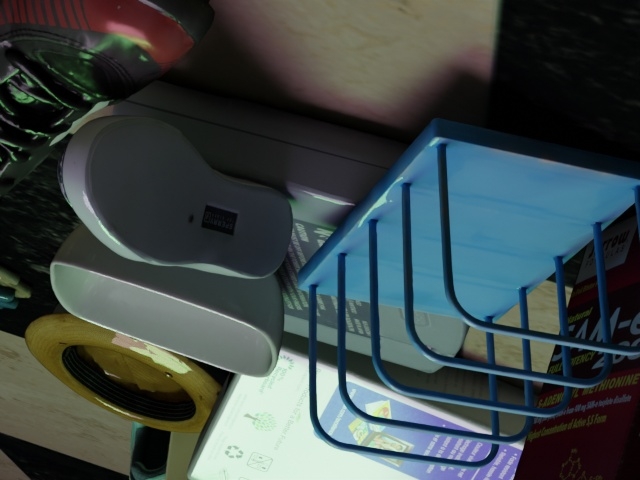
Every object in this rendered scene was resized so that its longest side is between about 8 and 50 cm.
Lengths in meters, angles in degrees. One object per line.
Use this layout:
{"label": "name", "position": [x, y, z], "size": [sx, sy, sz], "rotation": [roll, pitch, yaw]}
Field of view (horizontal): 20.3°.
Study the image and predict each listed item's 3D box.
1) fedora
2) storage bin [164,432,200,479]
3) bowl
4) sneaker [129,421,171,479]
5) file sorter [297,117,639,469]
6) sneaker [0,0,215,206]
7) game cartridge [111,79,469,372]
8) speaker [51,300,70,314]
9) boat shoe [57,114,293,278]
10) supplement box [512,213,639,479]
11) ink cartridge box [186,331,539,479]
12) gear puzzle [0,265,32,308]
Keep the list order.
{"label": "fedora", "position": [-0.141, 0.085, 1.432], "size": [0.194, 0.079, 0.194], "rotation": [18, 155, 9]}
{"label": "storage bin", "position": [0.024, 0.242, 1.577], "size": [0.260, 0.123, 0.262], "rotation": [-1, 157, 22]}
{"label": "bowl", "position": [-0.085, 0.028, 1.069], "size": [0.142, 0.053, 0.142], "rotation": [19, 162, 2]}
{"label": "sneaker", "position": [-0.142, 0.265, 1.701], "size": [0.110, 0.283, 0.122], "rotation": [-18, 142, 4]}
{"label": "file sorter", "position": [0.074, 0.034, 0.886], "size": [0.118, 0.104, 0.170], "rotation": [11, 150, -20]}
{"label": "sneaker", "position": [-0.154, -0.076, 0.865], "size": [0.098, 0.135, 0.276], "rotation": [34, 157, -34]}
{"label": "game cartridge", "position": [0.000, 0.000, 1.065], "size": [0.196, 0.060, 0.294], "rotation": [19, 163, 14]}
{"label": "speaker", "position": [-0.171, 0.097, 1.546], "size": [0.136, 0.055, 0.055], "rotation": [20, 163, -1]}
{"label": "boat shoe", "position": [-0.092, -0.020, 0.877], "size": [0.083, 0.065, 0.183], "rotation": [11, 172, 29]}
{"label": "supplement box", "position": [0.156, 0.103, 0.885], "size": [0.073, 0.239, 0.130], "rotation": [24, 162, -11]}
{"label": "ink cartridge box", "position": [0.082, 0.169, 1.339], "size": [0.333, 0.065, 0.165], "rotation": [24, 127, -5]}
{"label": "gear puzzle", "position": [-0.409, -0.012, 1.491], "size": [0.175, 0.044, 0.339], "rotation": [1, 155, 47]}
